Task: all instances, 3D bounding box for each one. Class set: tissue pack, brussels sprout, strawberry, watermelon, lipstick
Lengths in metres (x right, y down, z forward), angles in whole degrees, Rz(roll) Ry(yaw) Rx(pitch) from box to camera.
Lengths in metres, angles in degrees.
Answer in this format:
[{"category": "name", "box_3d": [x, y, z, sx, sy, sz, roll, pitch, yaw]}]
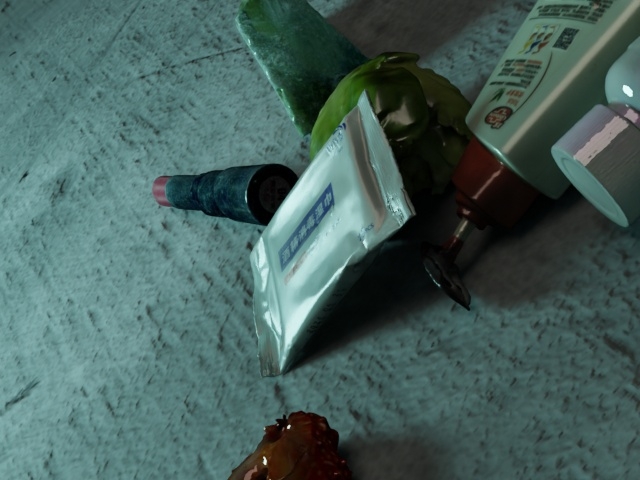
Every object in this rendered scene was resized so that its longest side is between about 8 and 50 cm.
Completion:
[{"category": "tissue pack", "box_3d": [0.000, 0.000, 0.990, 0.193, 0.026, 0.122, -52, 39, 36]}, {"category": "brussels sprout", "box_3d": [0.045, -0.076, 1.058, 0.139, 0.100, 0.181, -50, 41, 22]}, {"category": "strawberry", "box_3d": [-0.031, 0.167, 0.854, 0.104, 0.048, 0.152, -28, 27, 33]}, {"category": "watermelon", "box_3d": [-0.034, -0.200, 1.321, 0.094, 0.154, 0.241, -40, 14, 6]}, {"category": "lipstick", "box_3d": [-0.096, -0.047, 1.249, 0.053, 0.053, 0.234, -51, 26, -16]}]

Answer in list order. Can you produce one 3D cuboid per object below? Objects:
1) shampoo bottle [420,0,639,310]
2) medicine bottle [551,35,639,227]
[{"category": "shampoo bottle", "box_3d": [0.156, -0.085, 0.931, 0.284, 0.071, 0.153, -56, 23, -1]}, {"category": "medicine bottle", "box_3d": [0.256, -0.119, 0.831, 0.260, 0.095, 0.095, -44, 27, 1]}]
